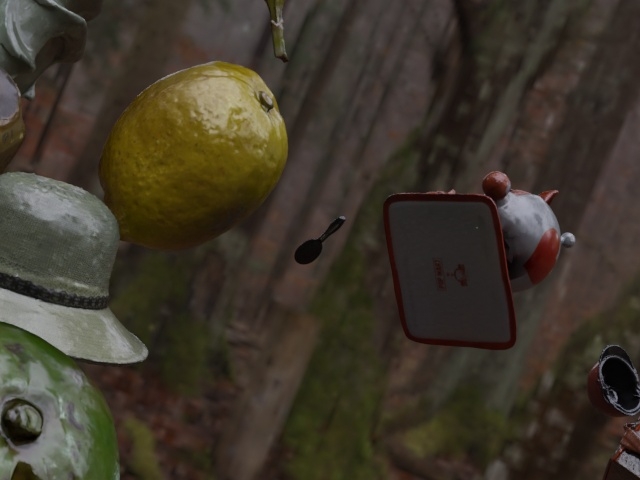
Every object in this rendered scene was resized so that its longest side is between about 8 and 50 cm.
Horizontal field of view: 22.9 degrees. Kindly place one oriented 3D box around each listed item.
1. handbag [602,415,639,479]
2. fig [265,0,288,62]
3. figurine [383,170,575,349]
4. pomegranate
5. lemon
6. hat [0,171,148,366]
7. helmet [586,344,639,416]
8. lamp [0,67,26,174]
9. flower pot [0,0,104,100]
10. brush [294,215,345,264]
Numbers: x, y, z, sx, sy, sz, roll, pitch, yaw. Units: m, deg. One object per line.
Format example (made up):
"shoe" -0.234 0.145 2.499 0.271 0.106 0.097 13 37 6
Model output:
"handbag" 0.355 0.227 1.696 0.063 0.127 0.190 35 -18 19
"fig" -0.056 -0.348 1.976 0.159 0.257 0.159 -4 -10 -1
"figurine" 0.211 0.002 1.867 0.160 0.183 0.226 3 19 39
"pomegranate" -0.274 0.197 1.154 0.236 0.302 0.236 21 38 -17
"lemon" -0.128 -0.081 1.557 0.170 0.207 0.170 51 3 -4
"hat" -0.257 0.009 1.433 0.257 0.130 0.257 19 5 -2
"helmet" 0.329 0.164 1.802 0.065 0.084 0.049 -7 -14 -38
"lamp" -0.403 -0.106 1.638 0.161 0.161 0.185 28 -52 -25
"flower pot" -0.459 -0.248 1.952 0.254 0.367 0.164 39 -18 3
"brush" 0.000 0.000 1.714 0.024 0.083 0.008 39 32 -13
